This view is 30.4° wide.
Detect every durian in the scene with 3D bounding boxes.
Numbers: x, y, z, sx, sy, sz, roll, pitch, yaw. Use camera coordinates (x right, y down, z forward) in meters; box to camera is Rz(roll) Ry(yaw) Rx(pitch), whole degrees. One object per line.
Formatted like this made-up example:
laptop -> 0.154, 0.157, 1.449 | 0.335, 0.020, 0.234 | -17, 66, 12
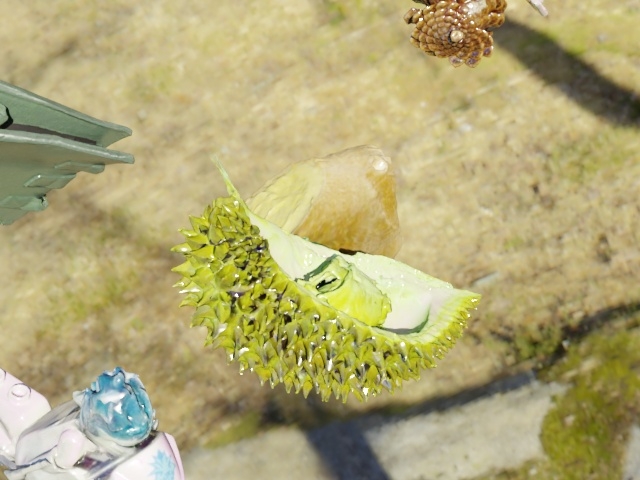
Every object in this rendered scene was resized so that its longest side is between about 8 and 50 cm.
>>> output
durian -> -0.002, 0.071, 1.259 | 0.157, 0.356, 0.169 | -36, 36, 47

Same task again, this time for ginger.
ginger -> 0.000, 0.000, 1.493 | 0.275, 0.221, 0.130 | -50, 47, 3

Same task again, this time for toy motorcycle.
toy motorcycle -> -0.195, 0.161, 0.978 | 0.239, 0.204, 0.108 | 22, 39, 5

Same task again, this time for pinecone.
pinecone -> 0.259, -0.443, 2.205 | 0.169, 0.185, 0.212 | 8, 57, 37

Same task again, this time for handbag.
handbag -> -0.384, -0.096, 1.385 | 0.248, 0.260, 0.079 | -20, 73, 34

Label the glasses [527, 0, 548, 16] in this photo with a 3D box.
glasses -> 0.159, -0.292, 1.031 | 0.095, 0.255, 0.162 | -28, 62, 18
